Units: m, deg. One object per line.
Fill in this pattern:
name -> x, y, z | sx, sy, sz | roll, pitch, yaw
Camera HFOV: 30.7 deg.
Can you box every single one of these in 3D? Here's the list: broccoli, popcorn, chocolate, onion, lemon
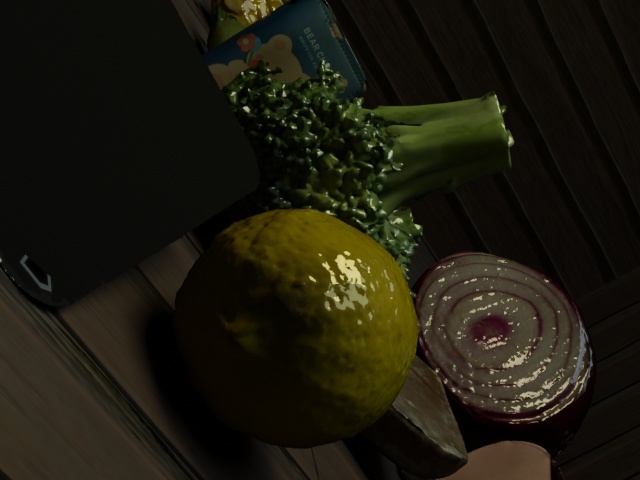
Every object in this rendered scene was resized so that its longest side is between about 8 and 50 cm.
broccoli -> 0.036, -0.030, 1.188 | 0.375, 0.302, 0.249 | 54, 48, -66
popcorn -> -0.110, -0.363, 1.915 | 0.148, 0.152, 0.167 | 33, 8, 5
chocolate -> 0.073, 0.183, 1.306 | 0.157, 0.080, 0.254 | 43, 11, -16
onion -> 0.268, 0.197, 1.795 | 0.337, 0.282, 0.260 | 54, -16, 30
lemon -> -0.018, 0.062, 0.845 | 0.193, 0.180, 0.181 | 18, 38, -46

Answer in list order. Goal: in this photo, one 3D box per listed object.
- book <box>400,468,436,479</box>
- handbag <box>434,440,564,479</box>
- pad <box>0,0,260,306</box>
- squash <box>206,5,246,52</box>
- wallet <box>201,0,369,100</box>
book -> 0.209, 0.386, 1.565 | 0.428, 0.039, 0.300 | 57, 9, -19
handbag -> 0.215, 0.334, 1.311 | 0.205, 0.179, 0.116 | -75, 143, -55
pad -> -0.196, -0.125, 0.810 | 0.315, 0.063, 0.375 | 62, 23, -4
squash -> -0.103, -0.217, 1.598 | 0.094, 0.094, 0.341 | 49, 17, -55
wallet -> -0.059, -0.178, 1.323 | 0.141, 0.202, 0.059 | 59, -2, -22
